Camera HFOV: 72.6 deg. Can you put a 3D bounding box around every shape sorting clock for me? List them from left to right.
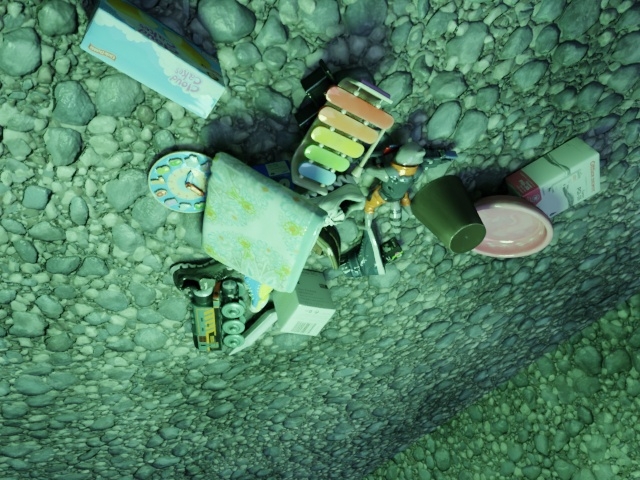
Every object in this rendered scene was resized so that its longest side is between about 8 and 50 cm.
[{"bbox_3d":[-0.363,-0.155,1.197,0.206,0.040,0.206,-11,134,-11],"label":"shape sorting clock"}]

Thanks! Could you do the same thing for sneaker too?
[{"bbox_3d":[-0.362,0.118,1.410,0.234,0.106,0.078,-8,135,-14],"label":"sneaker"},{"bbox_3d":[-0.224,0.149,1.525,0.126,0.091,0.240,25,121,-16],"label":"sneaker"},{"bbox_3d":[-0.003,-0.082,1.267,0.292,0.118,0.110,-31,142,-7],"label":"sneaker"},{"bbox_3d":[0.130,0.035,1.535,0.163,0.086,0.226,-9,116,14],"label":"sneaker"}]

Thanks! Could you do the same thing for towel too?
[{"bbox_3d":[-0.172,-0.026,1.199,0.320,0.090,0.374,28,138,2],"label":"towel"}]

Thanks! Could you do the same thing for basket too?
[{"bbox_3d":[0.433,-0.079,1.441,0.204,0.227,0.154,-32,135,9],"label":"basket"}]

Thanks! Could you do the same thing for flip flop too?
[{"bbox_3d":[0.000,0.000,1.450,0.080,0.112,0.277,-9,144,25],"label":"flip flop"}]

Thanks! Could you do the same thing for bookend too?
[{"bbox_3d":[-0.010,-0.348,1.126,0.156,0.072,0.157,-33,134,12],"label":"bookend"}]

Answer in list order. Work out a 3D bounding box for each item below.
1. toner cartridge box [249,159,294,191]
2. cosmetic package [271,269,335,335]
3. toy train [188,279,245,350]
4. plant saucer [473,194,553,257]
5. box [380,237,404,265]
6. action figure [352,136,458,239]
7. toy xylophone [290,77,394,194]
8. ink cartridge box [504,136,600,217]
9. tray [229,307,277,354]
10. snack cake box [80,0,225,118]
[{"bbox_3d":[-0.158,-0.069,1.333,0.165,0.075,0.348,-12,135,-10],"label":"toner cartridge box"},{"bbox_3d":[-0.064,0.218,1.564,0.151,0.184,0.151,13,126,-30],"label":"cosmetic package"},{"bbox_3d":[-0.362,0.267,1.540,0.190,0.142,0.334,1,132,-9],"label":"toy train"},{"bbox_3d":[0.647,-0.055,1.560,0.332,0.084,0.332,14,150,8],"label":"plant saucer"},{"bbox_3d":[0.256,0.041,1.612,0.083,0.052,0.062,-33,135,13],"label":"box"},{"bbox_3d":[0.271,-0.172,1.334,0.341,0.178,0.330,-9,144,-9],"label":"action figure"},{"bbox_3d":[0.067,-0.262,1.125,0.236,0.081,0.323,9,128,-29],"label":"toy xylophone"},{"bbox_3d":[0.828,-0.201,1.553,0.283,0.117,0.207,-31,135,10],"label":"ink cartridge box"},{"bbox_3d":[-0.242,0.340,1.689,0.270,0.030,0.145,-45,164,22],"label":"tray"},{"bbox_3d":[-0.339,-0.386,0.907,0.264,0.152,0.089,24,119,-37],"label":"snack cake box"}]
